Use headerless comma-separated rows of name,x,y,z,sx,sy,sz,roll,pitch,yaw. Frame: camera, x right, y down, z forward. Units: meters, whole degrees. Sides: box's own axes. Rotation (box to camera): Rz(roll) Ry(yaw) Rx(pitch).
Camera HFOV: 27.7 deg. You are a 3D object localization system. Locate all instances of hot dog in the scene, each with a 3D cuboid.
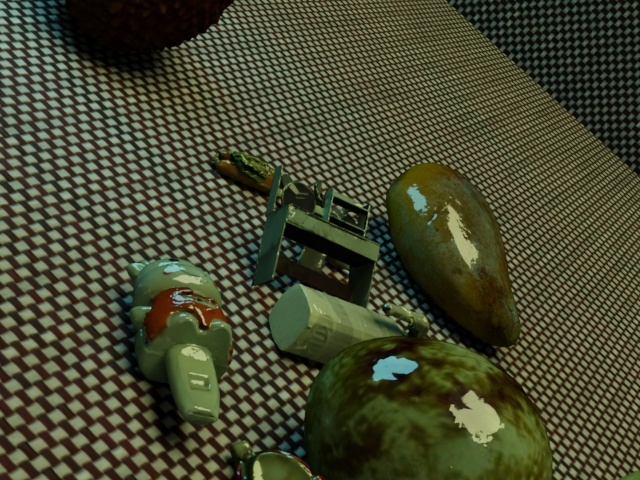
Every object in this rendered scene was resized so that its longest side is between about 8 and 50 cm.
hot dog,-0.096,-0.100,1.842,0.133,0.041,0.056,21,30,-37

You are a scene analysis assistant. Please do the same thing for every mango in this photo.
mango,0.204,0.023,1.962,0.193,0.146,0.316,3,57,-52

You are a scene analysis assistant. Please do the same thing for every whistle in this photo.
whistle,-0.146,0.096,1.358,0.102,0.105,0.253,-10,40,-7

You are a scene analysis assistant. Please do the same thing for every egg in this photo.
egg,0.104,0.216,1.345,0.238,0.238,0.289,18,17,-42

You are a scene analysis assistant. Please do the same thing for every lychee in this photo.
lychee,-0.254,-0.407,1.873,0.276,0.276,0.304,37,49,-8

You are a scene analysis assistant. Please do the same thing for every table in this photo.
table,0.000,0.000,1.674,0.146,0.062,0.175,24,65,-28

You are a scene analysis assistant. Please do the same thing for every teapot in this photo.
teapot,0.046,0.109,1.603,0.200,0.107,0.077,22,28,-36

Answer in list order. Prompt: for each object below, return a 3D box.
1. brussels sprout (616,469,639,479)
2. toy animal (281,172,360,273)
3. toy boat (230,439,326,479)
brussels sprout,0.423,0.393,1.494,0.274,0.242,0.316,37,22,-21
toy animal,0.023,-0.006,1.786,0.155,0.095,0.219,32,30,-23
toy boat,-0.033,0.260,1.267,0.089,0.071,0.185,-28,62,-20
